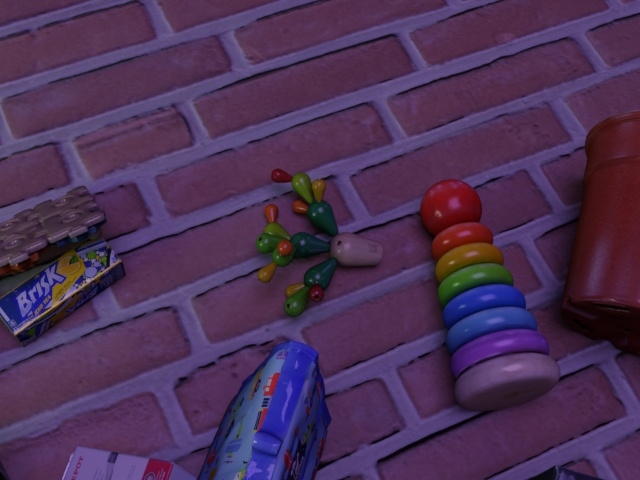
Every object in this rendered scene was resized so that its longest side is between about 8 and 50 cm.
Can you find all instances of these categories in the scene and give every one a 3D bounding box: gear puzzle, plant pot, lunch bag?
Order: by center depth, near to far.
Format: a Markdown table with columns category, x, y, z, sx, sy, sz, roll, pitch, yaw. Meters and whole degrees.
| category | x | y | z | sx | sy | sz | roll | pitch | yaw |
| --- | --- | --- | --- | --- | --- | --- | --- | --- | --- |
| lunch bag | -0.070 | 0.249 | 0.955 | 0.138 | 0.293 | 0.221 | 19 | 65 | 3 |
| gear puzzle | -0.444 | 0.032 | 1.115 | 0.338 | 0.044 | 0.175 | -26 | 27 | -16 |
| plant pot | 0.461 | 0.006 | 1.157 | 0.272 | 0.272 | 0.265 | 22 | 73 | 4 |

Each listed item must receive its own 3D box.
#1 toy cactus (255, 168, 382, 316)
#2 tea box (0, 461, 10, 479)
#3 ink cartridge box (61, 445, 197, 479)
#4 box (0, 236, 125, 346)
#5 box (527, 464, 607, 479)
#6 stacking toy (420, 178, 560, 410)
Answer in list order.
| category | x | y | z | sx | sy | sz | roll | pitch | yaw |
| --- | --- | --- | --- | --- | --- | --- | --- | --- | --- |
| toy cactus | 0.000 | 0.000 | 1.195 | 0.180 | 0.112 | 0.219 | 7 | 56 | -13 |
| tea box | -0.462 | 0.368 | 0.850 | 0.329 | 0.220 | 0.323 | -33 | 51 | -19 |
| ink cartridge box | -0.236 | 0.313 | 1.003 | 0.150 | 0.063 | 0.109 | 1 | 61 | 28 |
| box | -0.350 | 0.066 | 1.144 | 0.169 | 0.054 | 0.059 | -37 | 73 | -21 |
| box | 0.250 | 0.434 | 0.875 | 0.178 | 0.343 | 0.313 | 15 | 66 | 2 |
| stacking toy | 0.217 | 0.058 | 1.172 | 0.141 | 0.141 | 0.331 | -6 | 61 | -9 |
